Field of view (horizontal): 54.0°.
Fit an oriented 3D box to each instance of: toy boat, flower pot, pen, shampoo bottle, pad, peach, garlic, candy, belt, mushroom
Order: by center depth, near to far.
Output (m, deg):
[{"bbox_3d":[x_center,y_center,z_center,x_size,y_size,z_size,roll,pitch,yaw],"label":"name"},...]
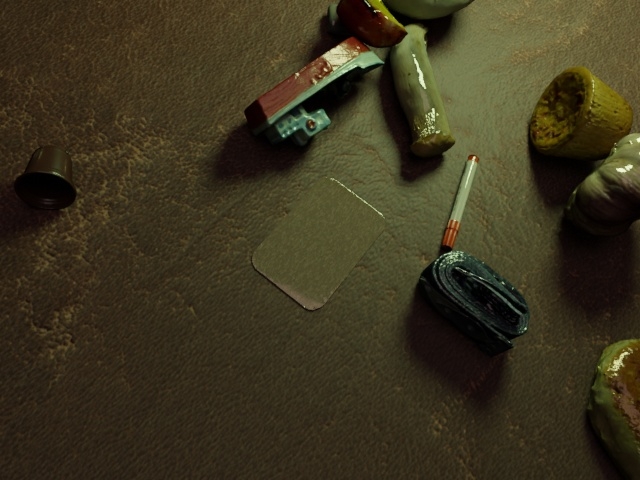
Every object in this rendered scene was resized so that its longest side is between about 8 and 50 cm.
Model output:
[{"bbox_3d":[-0.519,-0.127,1.200,0.111,0.111,0.089,-2,55,-10],"label":"flower pot"},{"bbox_3d":[0.301,0.108,1.209,0.218,0.128,0.122,38,66,6],"label":"belt"},{"bbox_3d":[0.000,0.000,1.276,0.176,0.002,0.266,37,67,8],"label":"pad"},{"bbox_3d":[0.630,-0.102,1.301,0.160,0.245,0.245,40,67,11],"label":"garlic"},{"bbox_3d":[0.004,-0.314,1.342,0.332,0.145,0.133,-39,101,-19],"label":"toy boat"},{"bbox_3d":[0.300,-0.083,1.345,0.028,0.028,0.239,21,65,0],"label":"pen"},{"bbox_3d":[0.106,-0.491,1.404,0.172,0.092,0.127,46,28,-2],"label":"peach"},{"bbox_3d":[0.221,-0.343,1.413,0.122,0.095,0.351,8,64,-31],"label":"mushroom"},{"bbox_3d":[0.099,-0.520,1.491,0.165,0.040,0.080,2,69,-7],"label":"shampoo bottle"},{"bbox_3d":[0.266,-0.644,1.494,0.295,0.185,0.295,-1,77,5],"label":"candy"}]

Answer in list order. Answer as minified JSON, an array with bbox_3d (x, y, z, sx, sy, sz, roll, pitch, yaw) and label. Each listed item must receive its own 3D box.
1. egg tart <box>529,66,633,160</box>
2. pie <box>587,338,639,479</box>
[{"bbox_3d":[0.580,-0.270,1.388,0.147,0.202,0.202,14,65,-17],"label":"egg tart"},{"bbox_3d":[0.665,0.332,1.197,0.315,0.092,0.315,4,65,-8],"label":"pie"}]
